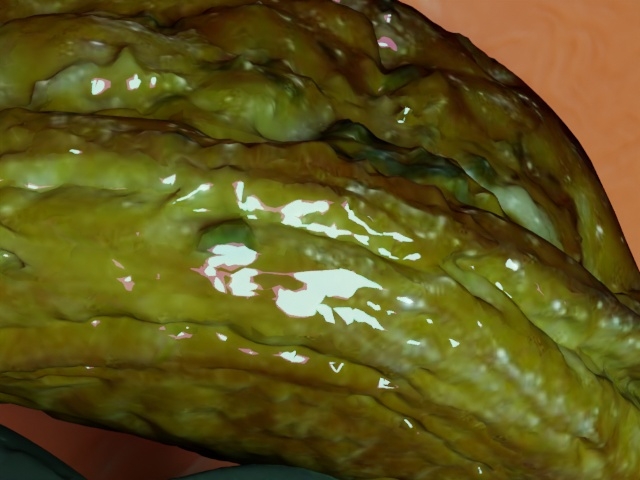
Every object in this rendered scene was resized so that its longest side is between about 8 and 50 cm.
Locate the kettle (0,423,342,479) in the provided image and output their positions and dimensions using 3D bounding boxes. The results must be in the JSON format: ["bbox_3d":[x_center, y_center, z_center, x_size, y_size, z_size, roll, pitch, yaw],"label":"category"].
[{"bbox_3d":[-0.126,0.204,0.531,0.321,0.324,0.228,54,43,-3],"label":"kettle"}]

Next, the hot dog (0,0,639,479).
[{"bbox_3d":[0.000,0.000,0.571,0.388,0.267,0.174,16,122,-18],"label":"hot dog"}]
